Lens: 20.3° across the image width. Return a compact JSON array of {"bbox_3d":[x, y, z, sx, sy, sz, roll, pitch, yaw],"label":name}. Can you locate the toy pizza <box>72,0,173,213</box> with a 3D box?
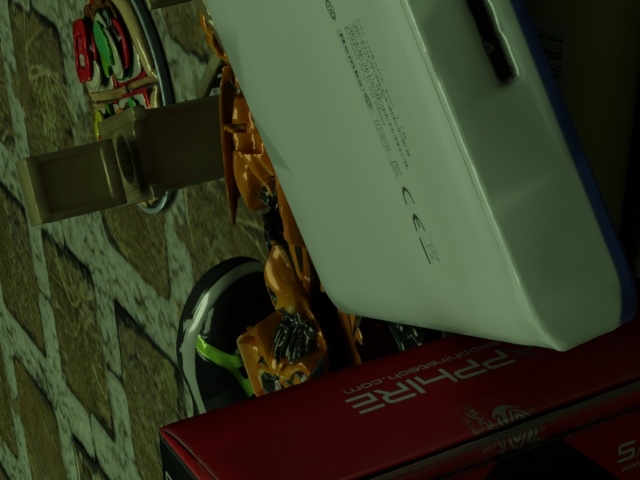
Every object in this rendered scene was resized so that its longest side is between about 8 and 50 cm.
[{"bbox_3d":[-0.165,-0.118,1.448,0.201,0.032,0.201,166,90,-69],"label":"toy pizza"}]

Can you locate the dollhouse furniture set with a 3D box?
[{"bbox_3d":[-0.120,-0.105,1.133,0.101,0.182,0.161,172,84,-69],"label":"dollhouse furniture set"}]

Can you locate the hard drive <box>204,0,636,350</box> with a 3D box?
[{"bbox_3d":[0.019,-0.065,0.733,0.319,0.040,0.210,180,67,-78],"label":"hard drive"}]

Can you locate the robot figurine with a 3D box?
[{"bbox_3d":[0.000,0.000,1.031,0.211,0.085,0.291,-146,47,-61],"label":"robot figurine"}]

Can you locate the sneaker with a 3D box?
[{"bbox_3d":[-0.035,0.120,1.243,0.097,0.084,0.234,22,128,36],"label":"sneaker"}]

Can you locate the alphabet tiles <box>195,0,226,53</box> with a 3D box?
[{"bbox_3d":[0.016,-0.138,0.870,0.198,0.009,0.237,-33,85,39],"label":"alphabet tiles"}]

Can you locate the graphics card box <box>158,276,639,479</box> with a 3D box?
[{"bbox_3d":[0.064,0.216,0.764,0.094,0.233,0.371,37,137,53],"label":"graphics card box"}]

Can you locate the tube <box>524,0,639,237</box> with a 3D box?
[{"bbox_3d":[0.106,-0.029,0.795,0.070,0.062,0.240,-62,-22,-46],"label":"tube"}]
